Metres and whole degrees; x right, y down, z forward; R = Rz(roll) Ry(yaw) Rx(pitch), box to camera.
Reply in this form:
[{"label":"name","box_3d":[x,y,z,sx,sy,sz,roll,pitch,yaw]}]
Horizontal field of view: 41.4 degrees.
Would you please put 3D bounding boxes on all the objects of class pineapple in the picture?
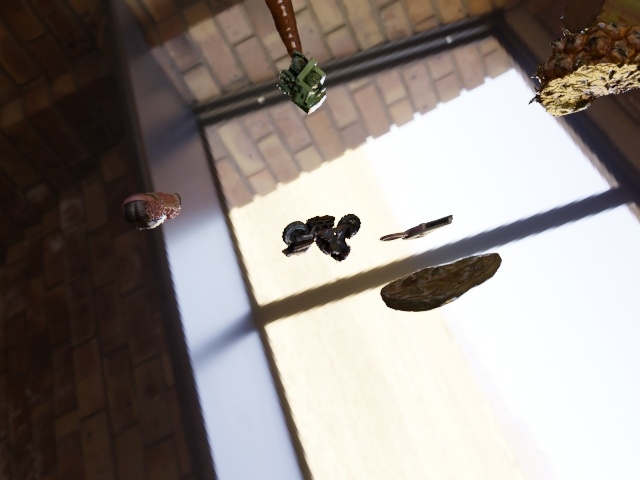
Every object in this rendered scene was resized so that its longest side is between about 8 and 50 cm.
[{"label":"pineapple","box_3d":[0.415,-0.269,1.304,0.135,0.233,0.080,33,53,-34]}]

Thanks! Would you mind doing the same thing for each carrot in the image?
[{"label":"carrot","box_3d":[-0.058,-0.319,1.107,0.048,0.048,0.216,-112,179,-50]}]

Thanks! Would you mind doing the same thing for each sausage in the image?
[{"label":"sausage","box_3d":[0.617,-0.388,1.587,0.117,0.317,0.125,123,-21,-45]}]

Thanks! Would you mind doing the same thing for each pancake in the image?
[{"label":"pancake","box_3d":[0.274,0.098,1.956,0.294,0.294,0.050,-93,163,-80]}]

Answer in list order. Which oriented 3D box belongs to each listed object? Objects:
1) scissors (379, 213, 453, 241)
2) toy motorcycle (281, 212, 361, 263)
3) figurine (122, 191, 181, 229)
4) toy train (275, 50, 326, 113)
[{"label":"scissors","box_3d":[0.168,-0.018,1.407,0.176,0.085,0.022,-24,-110,62]},{"label":"toy motorcycle","box_3d":[-0.001,0.000,1.981,0.082,0.213,0.122,34,-56,51]},{"label":"figurine","box_3d":[-0.248,-0.046,1.285,0.129,0.072,0.054,-19,112,-74]},{"label":"toy train","box_3d":[-0.018,-0.173,0.928,0.053,0.033,0.083,38,-11,-1]}]
